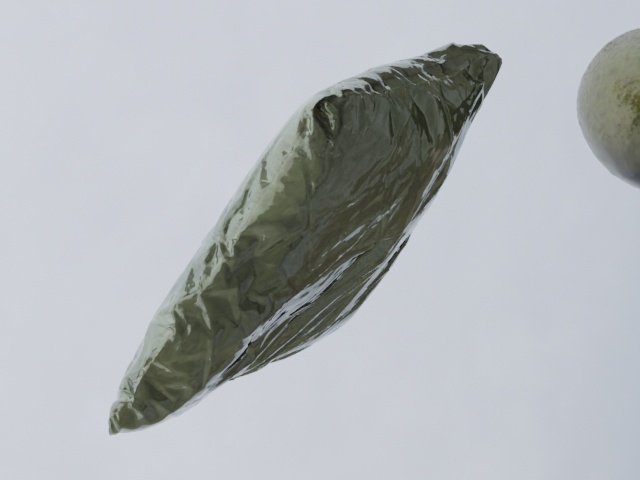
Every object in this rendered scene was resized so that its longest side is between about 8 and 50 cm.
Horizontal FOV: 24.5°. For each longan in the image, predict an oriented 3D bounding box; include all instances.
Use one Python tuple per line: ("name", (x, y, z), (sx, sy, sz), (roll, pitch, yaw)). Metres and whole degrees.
("longan", (0.301, -0.121, 1.255), (0.145, 0.154, 0.176), (-37, 27, 56))

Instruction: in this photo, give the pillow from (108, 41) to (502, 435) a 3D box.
("pillow", (0.001, -0.001, 0.973), (0.274, 0.076, 0.280), (-57, -15, 24))
